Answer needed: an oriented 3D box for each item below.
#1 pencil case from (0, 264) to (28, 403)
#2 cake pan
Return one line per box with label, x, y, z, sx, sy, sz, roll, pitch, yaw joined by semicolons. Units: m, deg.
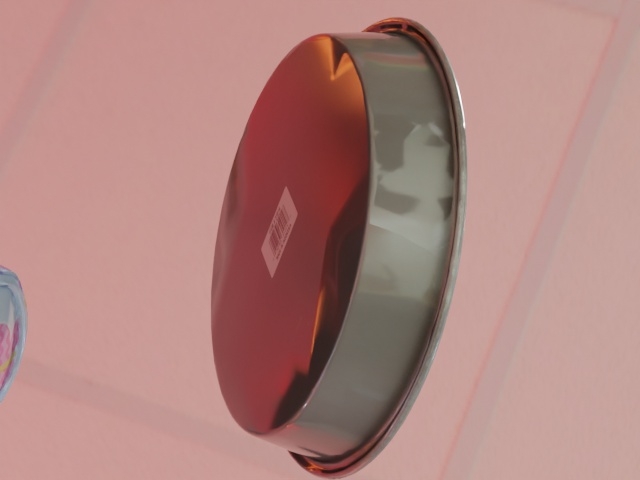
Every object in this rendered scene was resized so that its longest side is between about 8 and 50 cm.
pencil case;-0.304;0.023;1.037;0.273;0.113;0.124;24;-109;25
cake pan;0.000;0.000;1.091;0.054;0.293;0.293;10;-119;-22
